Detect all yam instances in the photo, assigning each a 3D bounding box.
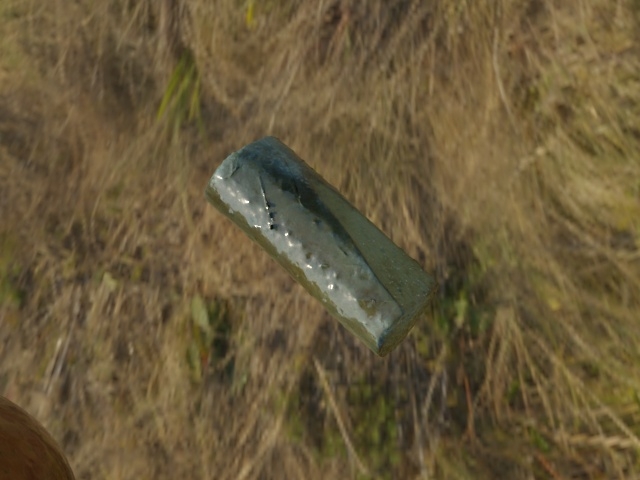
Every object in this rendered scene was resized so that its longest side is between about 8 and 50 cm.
[{"bbox_3d":[0.000,0.000,1.098,0.169,0.068,0.068,41,113,17],"label":"yam"}]

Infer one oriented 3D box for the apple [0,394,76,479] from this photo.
[{"bbox_3d":[-0.348,0.271,1.395,0.295,0.329,0.365,-43,140,2],"label":"apple"}]
